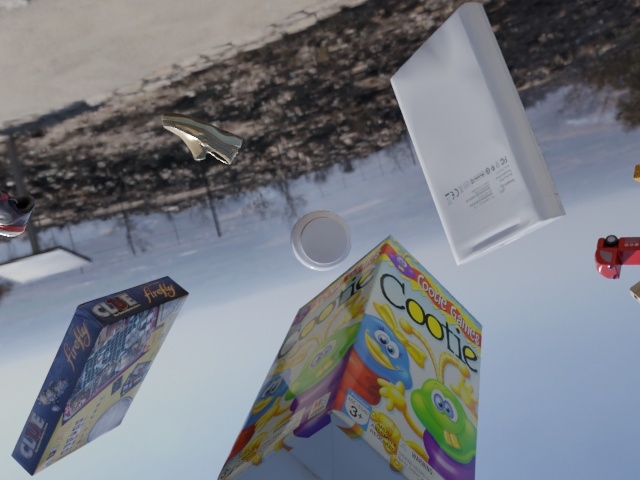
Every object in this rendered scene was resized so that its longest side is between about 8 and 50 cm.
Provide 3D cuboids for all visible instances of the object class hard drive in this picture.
[{"bbox_3d":[0.239,-0.162,1.157,0.047,0.353,0.233,-12,167,-29],"label":"hard drive"}]

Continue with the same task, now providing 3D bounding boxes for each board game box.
[{"bbox_3d":[0.041,0.139,0.633,0.142,0.144,0.275,-41,-169,27],"label":"board game box"},{"bbox_3d":[-0.276,0.166,0.907,0.243,0.042,0.165,-59,164,21],"label":"board game box"}]

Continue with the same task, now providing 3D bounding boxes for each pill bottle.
[{"bbox_3d":[0.000,0.000,1.301,0.108,0.108,0.193,-15,-179,-3],"label":"pill bottle"}]

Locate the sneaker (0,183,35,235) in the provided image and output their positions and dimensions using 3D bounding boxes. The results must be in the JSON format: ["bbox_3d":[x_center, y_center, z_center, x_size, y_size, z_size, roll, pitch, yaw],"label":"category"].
[{"bbox_3d":[-0.424,-0.050,0.890,0.065,0.061,0.158,-49,158,14],"label":"sneaker"}]

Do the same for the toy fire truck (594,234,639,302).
[{"bbox_3d":[0.526,0.056,1.131,0.192,0.135,0.047,-1,141,34],"label":"toy fire truck"}]

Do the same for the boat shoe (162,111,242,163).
[{"bbox_3d":[-0.225,-0.188,1.367,0.068,0.072,0.190,20,-177,42],"label":"boat shoe"}]

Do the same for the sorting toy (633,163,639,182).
[{"bbox_3d":[0.523,-0.056,0.787,0.229,0.041,0.307,22,166,-29],"label":"sorting toy"}]
